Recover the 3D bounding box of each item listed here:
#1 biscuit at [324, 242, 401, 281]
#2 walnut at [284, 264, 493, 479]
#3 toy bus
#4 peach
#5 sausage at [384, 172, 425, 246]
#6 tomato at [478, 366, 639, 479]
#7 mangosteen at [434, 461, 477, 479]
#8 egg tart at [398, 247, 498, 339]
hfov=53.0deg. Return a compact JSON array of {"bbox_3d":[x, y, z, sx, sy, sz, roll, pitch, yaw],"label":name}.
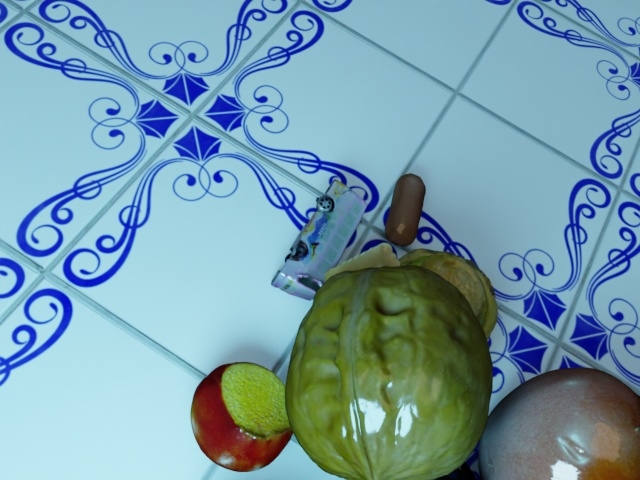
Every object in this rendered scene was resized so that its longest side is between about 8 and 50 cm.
[{"bbox_3d":[0.125,0.143,1.297,0.160,0.030,0.250,-27,92,17],"label":"biscuit"},{"bbox_3d":[0.112,0.226,1.102,0.308,0.353,0.398,49,31,-34],"label":"walnut"},{"bbox_3d":[0.000,0.000,1.396,0.112,0.090,0.274,32,62,-5],"label":"toy bus"},{"bbox_3d":[-0.137,0.311,1.148,0.190,0.192,0.190,9,75,-35],"label":"peach"},{"bbox_3d":[0.197,-0.072,1.484,0.077,0.077,0.194,17,61,-3],"label":"sausage"},{"bbox_3d":[0.433,0.393,1.161,0.272,0.341,0.342,7,61,7],"label":"tomato"},{"bbox_3d":[0.175,0.464,1.157,0.230,0.194,0.194,11,59,22],"label":"mangosteen"},{"bbox_3d":[0.261,0.128,1.377,0.288,0.118,0.288,7,60,-12],"label":"egg tart"}]
